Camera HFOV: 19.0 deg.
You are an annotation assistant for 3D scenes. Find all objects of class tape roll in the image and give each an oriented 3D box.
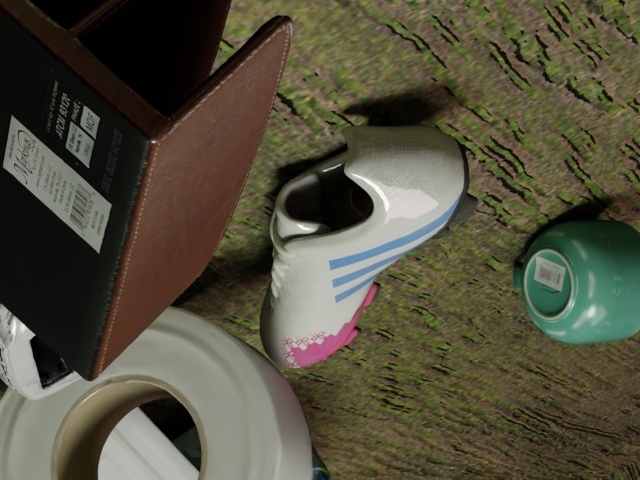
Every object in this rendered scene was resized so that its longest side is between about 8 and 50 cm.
[{"bbox_3d":[-0.155,0.201,1.716,0.286,0.286,0.100,-27,159,10],"label":"tape roll"}]

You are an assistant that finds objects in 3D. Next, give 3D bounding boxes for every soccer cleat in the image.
[{"bbox_3d":[0.000,0.000,1.662,0.143,0.116,0.331,9,143,-28],"label":"soccer cleat"}]

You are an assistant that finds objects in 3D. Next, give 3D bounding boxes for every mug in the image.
[{"bbox_3d":[0.264,0.050,2.005,0.097,0.129,0.158,-2,151,-38],"label":"mug"}]

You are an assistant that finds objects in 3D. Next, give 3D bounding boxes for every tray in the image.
[{"bbox_3d":[-0.176,0.277,1.952,0.145,0.270,0.030,-35,-165,25],"label":"tray"}]

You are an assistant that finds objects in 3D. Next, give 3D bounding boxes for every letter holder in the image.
[{"bbox_3d":[-0.103,-0.090,1.146,0.214,0.152,0.302,-44,169,-29],"label":"letter holder"}]

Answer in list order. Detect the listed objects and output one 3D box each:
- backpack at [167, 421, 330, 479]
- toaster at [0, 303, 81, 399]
[{"bbox_3d":[-0.097,0.327,2.166,0.290,0.273,0.355,-20,137,-19],"label":"backpack"},{"bbox_3d":[-0.211,0.017,1.371,0.129,0.146,0.227,-29,161,-16],"label":"toaster"}]
